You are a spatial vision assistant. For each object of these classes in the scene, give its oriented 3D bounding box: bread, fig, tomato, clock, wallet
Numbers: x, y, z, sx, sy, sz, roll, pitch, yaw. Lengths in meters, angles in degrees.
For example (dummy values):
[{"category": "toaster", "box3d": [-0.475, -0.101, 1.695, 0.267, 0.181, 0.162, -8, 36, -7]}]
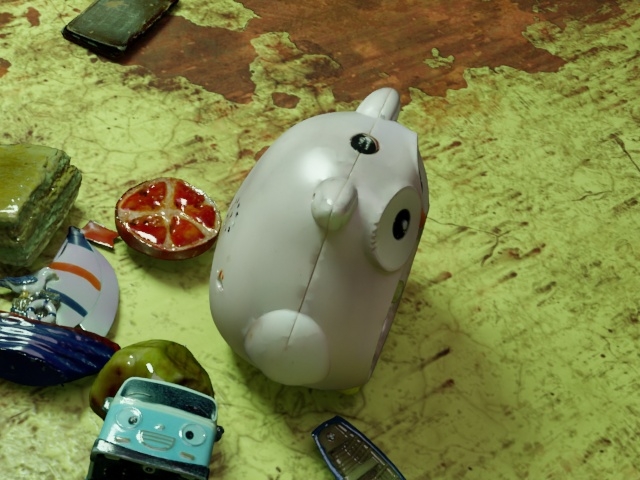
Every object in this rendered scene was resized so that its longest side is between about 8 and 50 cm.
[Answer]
[{"category": "bread", "box3d": [-0.435, -0.062, 1.564, 0.138, 0.102, 0.196, 11, 43, 15]}, {"category": "fig", "box3d": [-0.207, 0.191, 1.401, 0.154, 0.144, 0.166, 0, 21, 4]}, {"category": "tomato", "box3d": [-0.223, -0.018, 1.632, 0.155, 0.069, 0.155, 8, 45, -8]}, {"category": "clock", "box3d": [0.000, 0.000, 1.484, 0.250, 0.377, 0.368, 20, 46, 7]}, {"category": "wallet", "box3d": [-0.346, -0.398, 1.963, 0.122, 0.031, 0.232, 24, 44, 10]}]

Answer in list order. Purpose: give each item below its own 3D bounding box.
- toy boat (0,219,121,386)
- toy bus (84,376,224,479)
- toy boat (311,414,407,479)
[{"category": "toy boat", "box3d": [-0.338, 0.093, 1.513, 0.219, 0.072, 0.318, 31, 38, 14]}, {"category": "toy bus", "box3d": [-0.195, 0.271, 1.245, 0.133, 0.271, 0.165, 16, 43, -5]}, {"category": "toy boat", "box3d": [0.074, 0.325, 1.437, 0.080, 0.046, 0.229, -28, 63, -36]}]
